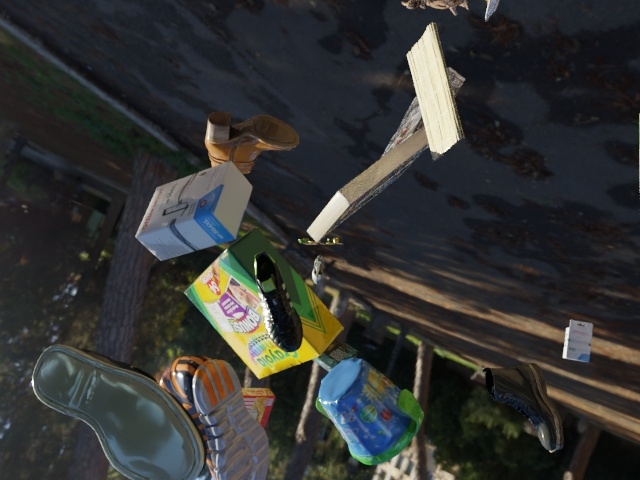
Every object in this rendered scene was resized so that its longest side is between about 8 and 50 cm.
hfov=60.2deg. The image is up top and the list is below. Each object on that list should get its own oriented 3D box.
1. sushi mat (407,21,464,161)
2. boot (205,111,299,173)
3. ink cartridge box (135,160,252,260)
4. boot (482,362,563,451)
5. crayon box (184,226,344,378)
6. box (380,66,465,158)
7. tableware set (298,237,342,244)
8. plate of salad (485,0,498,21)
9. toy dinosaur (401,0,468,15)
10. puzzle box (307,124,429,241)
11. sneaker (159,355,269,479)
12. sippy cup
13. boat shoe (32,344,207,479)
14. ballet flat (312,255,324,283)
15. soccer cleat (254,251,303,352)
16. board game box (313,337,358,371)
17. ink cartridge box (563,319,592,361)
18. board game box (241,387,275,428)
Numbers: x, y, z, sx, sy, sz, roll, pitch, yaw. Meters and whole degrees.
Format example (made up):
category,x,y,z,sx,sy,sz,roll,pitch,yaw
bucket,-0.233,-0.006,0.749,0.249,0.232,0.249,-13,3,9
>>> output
category,x,y,z,sx,sy,sz,roll,pitch,yaw
sushi mat,0.283,-0.369,1.384,0.019,0.317,0.151,-7,167,-16
boot,-0.147,-0.194,1.179,0.197,0.073,0.152,14,145,1
ink cartridge box,-0.254,-0.058,1.114,0.203,0.148,0.086,-15,135,26
boot,0.446,0.375,1.237,0.137,0.198,0.077,2,141,-17
crayon box,-0.156,0.172,1.370,0.313,0.106,0.363,50,145,-2
box,0.351,-0.419,1.912,0.076,0.307,0.242,34,159,-10
tableware set,0.000,0.000,2.058,0.154,0.024,0.104,0,175,21
plate of salad,0.506,-0.744,1.607,0.048,0.200,0.200,21,173,14
toy dinosaur,0.395,-0.841,1.892,0.200,0.127,0.295,-7,-174,22
puzzle box,0.154,-0.170,1.652,0.052,0.409,0.272,48,150,5
sneaker,-0.216,0.366,1.097,0.180,0.321,0.124,-2,-164,43
sippy cup,0.120,0.453,1.527,0.224,0.305,0.240,50,-165,-19
boat shoe,-0.281,0.255,0.824,0.340,0.127,0.113,14,169,27
ballet flat,-0.011,0.111,2.011,0.041,0.114,0.041,7,-160,-3
soccer cleat,-0.077,0.100,0.915,0.072,0.060,0.179,71,177,-58
board game box,0.011,0.342,1.762,0.186,0.026,0.126,29,-145,34
ink cartridge box,0.559,0.218,1.199,0.048,0.083,0.028,10,168,13
board game box,-0.225,0.442,1.383,0.193,0.147,0.045,12,-166,-35
